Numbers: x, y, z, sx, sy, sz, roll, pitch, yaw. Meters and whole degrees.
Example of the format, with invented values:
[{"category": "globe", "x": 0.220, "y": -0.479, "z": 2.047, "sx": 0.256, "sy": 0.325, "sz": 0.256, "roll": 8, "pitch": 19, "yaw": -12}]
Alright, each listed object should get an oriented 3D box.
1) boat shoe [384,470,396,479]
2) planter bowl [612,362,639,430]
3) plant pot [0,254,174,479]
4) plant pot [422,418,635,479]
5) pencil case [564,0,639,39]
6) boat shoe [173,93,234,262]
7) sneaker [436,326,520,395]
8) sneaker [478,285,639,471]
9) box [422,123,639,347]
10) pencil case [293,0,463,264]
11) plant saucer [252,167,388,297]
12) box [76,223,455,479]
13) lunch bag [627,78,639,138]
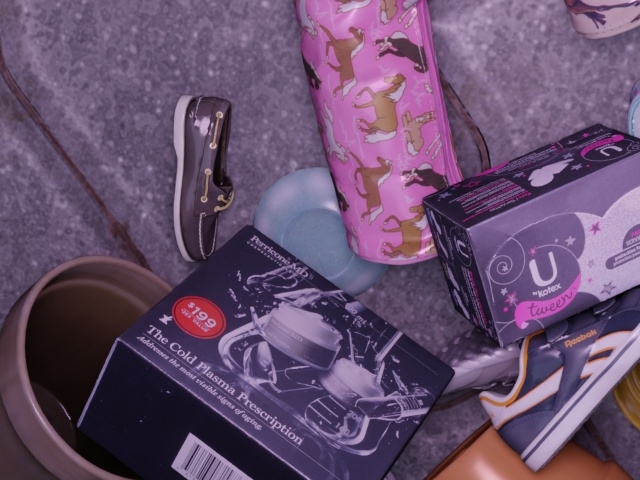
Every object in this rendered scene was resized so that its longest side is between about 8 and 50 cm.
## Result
[{"category": "boat shoe", "x": 0.097, "y": 0.446, "z": 1.797, "sx": 0.095, "sy": 0.084, "sz": 0.258, "roll": -21, "pitch": 107, "yaw": 17}, {"category": "planter bowl", "x": 0.481, "y": 0.152, "z": 1.603, "sx": 0.217, "sy": 0.090, "sz": 0.217, "roll": 4, "pitch": 111, "yaw": 10}, {"category": "plant pot", "x": -0.339, "y": 0.224, "z": 1.696, "sx": 0.280, "sy": 0.323, "sz": 0.323, "roll": -34, "pitch": 102, "yaw": 37}, {"category": "plant pot", "x": 0.250, "y": 0.353, "z": 1.643, "sx": 0.203, "sy": 0.291, "sz": 0.291, "roll": 47, "pitch": 113, "yaw": 8}, {"category": "pencil case", "x": 0.300, "y": -0.439, "z": 1.366, "sx": 0.183, "sy": 0.160, "sz": 0.410, "roll": -23, "pitch": 106, "yaw": 8}, {"category": "boat shoe", "x": -0.150, "y": -0.076, "z": 1.639, "sx": 0.068, "sy": 0.081, "sz": 0.228, "roll": 5, "pitch": 110, "yaw": 13}, {"category": "sneaker", "x": 0.272, "y": 0.166, "z": 1.640, "sx": 0.281, "sy": 0.105, "sz": 0.115, "roll": -18, "pitch": 107, "yaw": 16}, {"category": "sneaker", "x": 0.322, "y": 0.123, "z": 1.503, "sx": 0.127, "sy": 0.126, "sz": 0.321, "roll": 45, "pitch": 99, "yaw": 17}, {"category": "box", "x": 0.272, "y": -0.008, "z": 1.461, "sx": 0.247, "sy": 0.142, "sz": 0.163, "roll": -23, "pitch": 111, "yaw": -9}, {"category": "pencil case", "x": 0.078, "y": -0.162, "z": 1.523, "sx": 0.160, "sy": 0.167, "sz": 0.386, "roll": -18, "pitch": 110, "yaw": -16}, {"category": "plant saucer", "x": 0.000, "y": 0.000, "z": 1.665, "sx": 0.195, "sy": 0.037, "sz": 0.195, "roll": 3, "pitch": 112, "yaw": 9}, {"category": "box", "x": -0.061, "y": 0.196, "z": 1.559, "sx": 0.343, "sy": 0.312, "sz": 0.179, "roll": 35, "pitch": 127, "yaw": 7}, {"category": "lunch bag", "x": 0.487, "y": -0.081, "z": 1.499, "sx": 0.224, "sy": 0.108, "sz": 0.279, "roll": -13, "pitch": 108, "yaw": 15}]
